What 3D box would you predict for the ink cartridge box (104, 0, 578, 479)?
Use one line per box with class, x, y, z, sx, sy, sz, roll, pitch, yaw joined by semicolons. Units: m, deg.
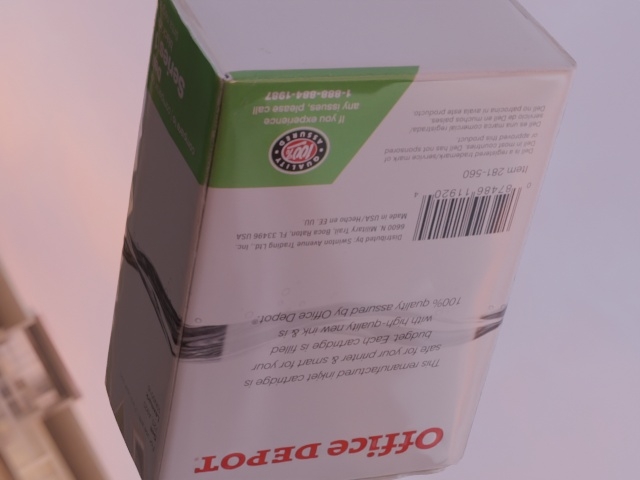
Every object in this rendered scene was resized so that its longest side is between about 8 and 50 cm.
ink cartridge box;0.000;0.000;0.758;0.093;0.160;0.219;-123;-143;-47
